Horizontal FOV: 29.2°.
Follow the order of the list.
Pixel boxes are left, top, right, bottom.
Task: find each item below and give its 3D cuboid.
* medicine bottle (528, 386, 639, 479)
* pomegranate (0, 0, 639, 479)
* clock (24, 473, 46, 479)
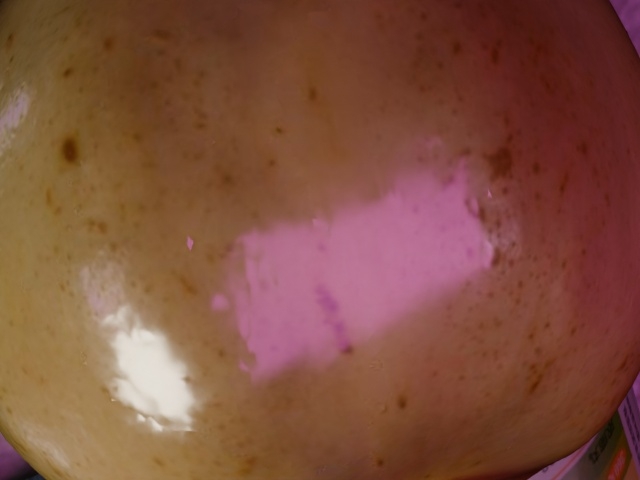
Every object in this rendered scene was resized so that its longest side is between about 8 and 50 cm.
[{"bbox_3d":[0.137,0.188,0.733,0.179,0.124,0.324,-45,127,-39],"label":"medicine bottle"},{"bbox_3d":[0.000,0.000,0.511,0.319,0.319,0.319,-8,112,-21],"label":"pomegranate"},{"bbox_3d":[-0.134,0.167,0.664,0.108,0.045,0.147,29,95,-30],"label":"clock"}]
